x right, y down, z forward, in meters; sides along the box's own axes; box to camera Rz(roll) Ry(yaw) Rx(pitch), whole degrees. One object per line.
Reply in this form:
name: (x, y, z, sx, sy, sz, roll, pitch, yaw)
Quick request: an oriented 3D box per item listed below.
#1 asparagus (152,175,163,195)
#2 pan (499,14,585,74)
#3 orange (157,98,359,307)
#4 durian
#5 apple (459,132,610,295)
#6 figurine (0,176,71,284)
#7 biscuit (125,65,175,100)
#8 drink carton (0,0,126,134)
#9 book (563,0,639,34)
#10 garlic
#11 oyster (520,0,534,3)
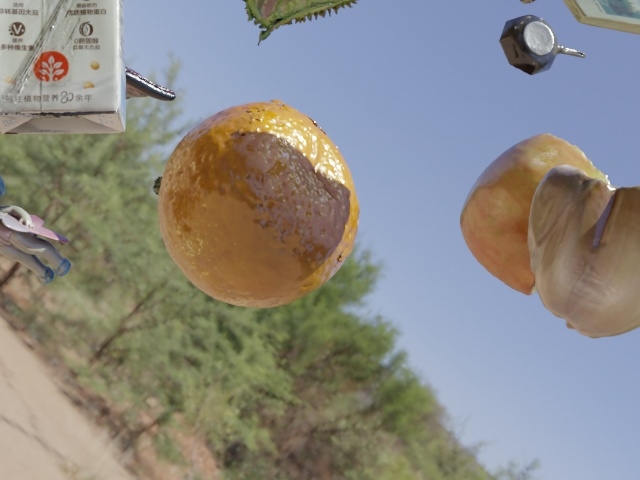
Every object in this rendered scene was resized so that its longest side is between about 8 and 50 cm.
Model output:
asparagus: (-0.245, -0.062, 1.835, 0.030, 0.036, 0.165, 1, -25, 23)
pan: (0.476, -0.427, 2.216, 0.048, 0.202, 0.128, -27, -95, 64)
orange: (-0.107, -0.052, 1.721, 0.340, 0.293, 0.341, 32, 43, -36)
durian: (-0.028, -0.415, 1.691, 0.137, 0.220, 0.095, 65, 18, -14)
apple: (0.456, -0.067, 2.246, 0.309, 0.314, 0.252, 50, 15, 29)
figurine: (-0.507, -0.026, 1.629, 0.205, 0.103, 0.260, -14, -47, 38)
biscuit: (-0.437, -0.347, 2.323, 0.151, 0.063, 0.235, 25, -15, -38)
drink carton: (-0.384, -0.318, 1.533, 0.194, 0.325, 0.132, -1, -10, -8)
book: (0.455, -0.347, 1.497, 0.215, 0.282, 0.025, -107, -151, -44)
garlic: (0.370, 0.027, 1.400, 0.217, 0.228, 0.110, 15, 16, 32)
oyster: (0.432, -0.527, 2.101, 0.148, 0.103, 0.051, 34, 43, -75)
